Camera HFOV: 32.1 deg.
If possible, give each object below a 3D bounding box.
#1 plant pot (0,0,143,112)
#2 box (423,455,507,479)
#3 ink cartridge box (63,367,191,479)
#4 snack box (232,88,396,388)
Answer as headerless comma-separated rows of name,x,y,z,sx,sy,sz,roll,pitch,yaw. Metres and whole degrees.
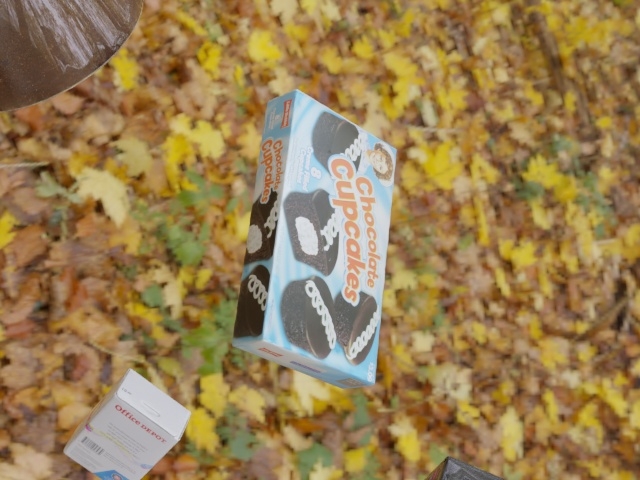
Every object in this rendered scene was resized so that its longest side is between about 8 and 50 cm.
plant pot,-0.307,-0.272,1.003,0.215,0.215,0.230,-60,144,-30
box,0.089,0.183,0.708,0.062,0.083,0.052,23,57,-2
ink cartridge box,-0.217,0.215,1.249,0.088,0.122,0.052,38,33,-10
snack box,0.000,0.000,1.349,0.187,0.060,0.322,26,60,-39
